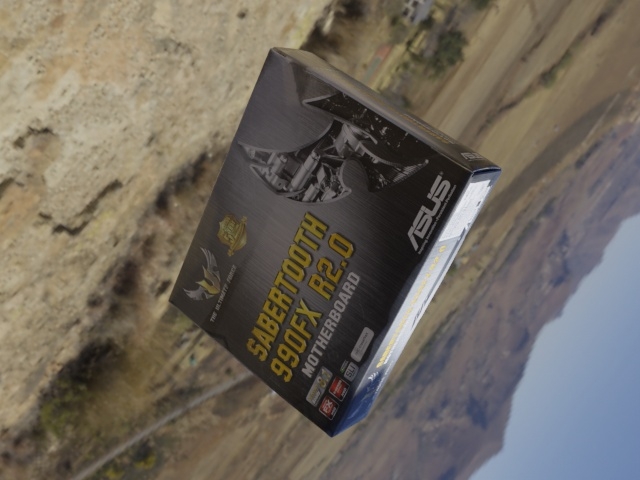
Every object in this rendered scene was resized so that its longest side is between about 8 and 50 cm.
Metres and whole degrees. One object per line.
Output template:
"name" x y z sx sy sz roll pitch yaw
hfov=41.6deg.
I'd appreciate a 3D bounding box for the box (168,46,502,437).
"box" 0.000 0.000 0.629 0.056 0.183 0.231 -14 135 -57
